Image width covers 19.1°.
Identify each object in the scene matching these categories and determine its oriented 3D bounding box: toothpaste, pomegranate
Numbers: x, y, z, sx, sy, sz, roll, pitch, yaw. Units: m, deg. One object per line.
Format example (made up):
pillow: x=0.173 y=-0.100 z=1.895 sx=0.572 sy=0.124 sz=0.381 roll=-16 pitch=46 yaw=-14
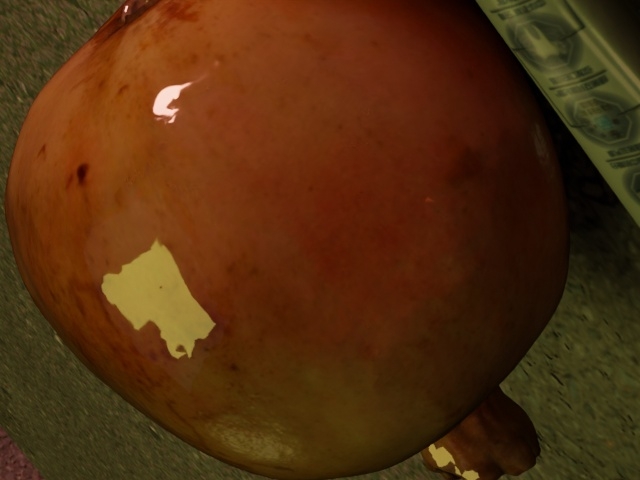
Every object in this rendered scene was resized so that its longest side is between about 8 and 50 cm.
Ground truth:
toothpaste: x=0.084 y=-0.076 z=0.650 sx=0.062 sy=0.039 sz=0.239 roll=-19 pitch=118 yaw=44
pomegranate: x=0.000 y=0.000 z=0.843 sx=0.270 sy=0.229 sz=0.252 roll=50 pitch=161 yaw=-14

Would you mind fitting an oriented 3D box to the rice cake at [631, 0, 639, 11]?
rice cake: x=0.006 y=-0.243 z=0.651 sx=0.399 sy=0.064 sz=0.070 roll=55 pitch=149 yaw=-11
